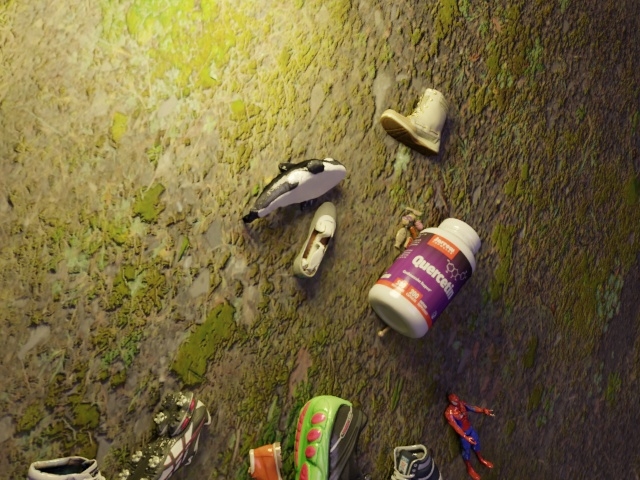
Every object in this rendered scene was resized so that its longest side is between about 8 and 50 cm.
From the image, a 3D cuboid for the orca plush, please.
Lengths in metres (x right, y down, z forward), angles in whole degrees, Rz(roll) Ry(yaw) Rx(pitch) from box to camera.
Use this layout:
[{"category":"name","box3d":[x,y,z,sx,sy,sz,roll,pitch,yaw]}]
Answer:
[{"category":"orca plush","box3d":[-0.077,-0.138,1.170,0.287,0.102,0.151,-37,151,-11]}]

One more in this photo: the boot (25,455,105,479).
[{"category":"boot","box3d":[-0.461,0.510,0.962,0.258,0.095,0.124,14,92,-25]}]

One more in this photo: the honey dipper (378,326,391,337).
[{"category":"honey dipper","box3d":[0.222,0.219,1.340,0.160,0.030,0.031,-35,106,-17]}]

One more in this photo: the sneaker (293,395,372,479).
[{"category":"sneaker","box3d":[0.026,0.634,1.162,0.202,0.185,0.483,12,87,-22]}]

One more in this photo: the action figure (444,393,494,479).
[{"category":"action figure","box3d":[0.458,0.581,1.407,0.091,0.139,0.281,-29,101,-24]}]

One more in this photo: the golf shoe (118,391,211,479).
[{"category":"golf shoe","box3d":[-0.322,0.460,1.001,0.120,0.105,0.273,55,49,-35]}]

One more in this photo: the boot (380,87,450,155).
[{"category":"boot","box3d":[0.269,-0.351,1.324,0.213,0.077,0.165,24,81,-30]}]

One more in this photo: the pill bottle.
[{"category":"pill bottle","box3d":[0.289,0.092,1.283,0.323,0.181,0.181,-46,110,-19]}]

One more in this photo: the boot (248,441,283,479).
[{"category":"boot","box3d":[-0.131,0.571,1.159,0.084,0.059,0.158,-7,98,-9]}]

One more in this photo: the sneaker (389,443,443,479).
[{"category":"sneaker","box3d":[0.213,0.679,1.300,0.282,0.099,0.153,-29,108,-30]}]

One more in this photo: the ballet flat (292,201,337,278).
[{"category":"ballet flat","box3d":[0.000,0.000,1.200,0.072,0.068,0.213,30,78,-24]}]

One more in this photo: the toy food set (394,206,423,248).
[{"category":"toy food set","box3d":[0.258,-0.029,1.356,0.077,0.019,0.122,19,83,-26]}]
